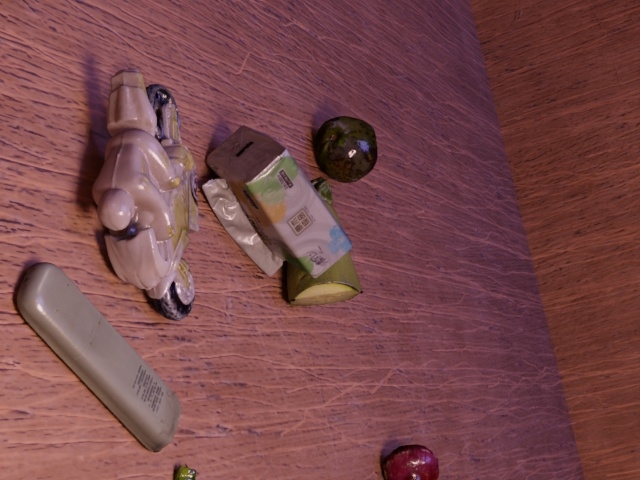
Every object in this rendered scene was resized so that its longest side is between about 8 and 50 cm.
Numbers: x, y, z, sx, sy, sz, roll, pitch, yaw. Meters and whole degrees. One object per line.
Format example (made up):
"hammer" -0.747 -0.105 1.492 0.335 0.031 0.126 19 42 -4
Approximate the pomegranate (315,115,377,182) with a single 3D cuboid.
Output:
"pomegranate" 0.044 -0.171 2.220 0.125 0.163 0.138 -4 56 -27

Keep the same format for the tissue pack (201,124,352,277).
"tissue pack" -0.084 -0.047 1.814 0.159 0.145 0.229 33 -18 52

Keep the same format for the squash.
"squash" -0.010 0.010 1.988 0.137 0.137 0.287 48 22 -44

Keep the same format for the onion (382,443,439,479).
"onion" 0.170 0.431 2.080 0.107 0.107 0.097 57 19 -32

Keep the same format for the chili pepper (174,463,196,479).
"chili pepper" -0.182 0.342 1.480 0.030 0.034 0.091 17 54 -23

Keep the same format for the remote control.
"remote control" -0.270 0.150 1.395 0.309 0.038 0.090 55 31 -34

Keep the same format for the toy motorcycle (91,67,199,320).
"toy motorcycle" -0.239 -0.063 1.520 0.223 0.108 0.340 20 64 -68
